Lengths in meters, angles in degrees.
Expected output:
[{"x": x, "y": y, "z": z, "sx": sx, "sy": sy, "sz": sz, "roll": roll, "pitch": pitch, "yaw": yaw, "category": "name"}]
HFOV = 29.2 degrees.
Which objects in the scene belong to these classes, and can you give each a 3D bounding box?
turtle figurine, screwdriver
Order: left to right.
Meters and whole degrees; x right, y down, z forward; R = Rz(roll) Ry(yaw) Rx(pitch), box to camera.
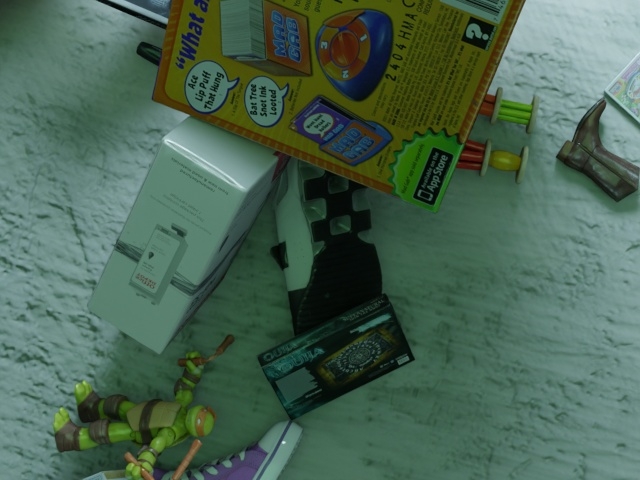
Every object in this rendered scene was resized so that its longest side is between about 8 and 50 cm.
[{"x": -0.220, "y": 0.225, "z": 1.594, "sx": 0.217, "sy": 0.269, "sz": 0.087, "roll": 0, "pitch": 130, "yaw": 18, "category": "turtle figurine"}, {"x": -0.171, "y": -0.226, "z": 1.662, "sx": 0.170, "sy": 0.025, "sz": 0.024, "roll": 25, "pitch": 89, "yaw": 2, "category": "screwdriver"}]

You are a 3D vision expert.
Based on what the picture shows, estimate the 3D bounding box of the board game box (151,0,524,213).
[{"x": 0.061, "y": -0.320, "z": 1.421, "sx": 0.356, "sy": 0.356, "sz": 0.356, "roll": 22, "pitch": 128, "yaw": 4, "category": "board game box"}]

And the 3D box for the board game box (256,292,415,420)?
[{"x": 0.022, "y": 0.153, "z": 1.607, "sx": 0.186, "sy": 0.126, "sz": 0.026, "roll": -26, "pitch": 44, "yaw": -2, "category": "board game box"}]

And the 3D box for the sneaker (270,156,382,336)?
[{"x": 0.000, "y": 0.000, "z": 1.620, "sx": 0.122, "sy": 0.146, "sz": 0.330, "roll": -7, "pitch": 112, "yaw": -24, "category": "sneaker"}]

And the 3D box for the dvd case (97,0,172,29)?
[{"x": -0.182, "y": -0.360, "z": 1.574, "sx": 0.030, "sy": 0.239, "sz": 0.179, "roll": 12, "pitch": 89, "yaw": 37, "category": "dvd case"}]

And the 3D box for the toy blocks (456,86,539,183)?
[{"x": 0.207, "y": -0.149, "z": 1.640, "sx": 0.148, "sy": 0.054, "sz": 0.123, "roll": 12, "pitch": 89, "yaw": 1, "category": "toy blocks"}]

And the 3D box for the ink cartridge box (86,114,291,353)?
[{"x": -0.151, "y": -0.031, "z": 1.509, "sx": 0.117, "sy": 0.207, "sz": 0.283, "roll": 32, "pitch": 125, "yaw": 3, "category": "ink cartridge box"}]

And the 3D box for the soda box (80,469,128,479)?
[{"x": -0.337, "y": 0.361, "z": 1.585, "sx": 0.216, "sy": 0.074, "sz": 0.069, "roll": -24, "pitch": 75, "yaw": 20, "category": "soda box"}]

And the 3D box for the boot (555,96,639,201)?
[{"x": 0.390, "y": -0.120, "z": 1.645, "sx": 0.114, "sy": 0.037, "sz": 0.106, "roll": 34, "pitch": 102, "yaw": 5, "category": "boot"}]

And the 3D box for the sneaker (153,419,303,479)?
[{"x": -0.157, "y": 0.317, "z": 1.611, "sx": 0.161, "sy": 0.102, "sz": 0.282, "roll": 40, "pitch": 89, "yaw": 5, "category": "sneaker"}]

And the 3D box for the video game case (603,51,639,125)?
[{"x": 0.456, "y": -0.192, "z": 1.659, "sx": 0.122, "sy": 0.011, "sz": 0.087, "roll": 43, "pitch": 89, "yaw": 1, "category": "video game case"}]
